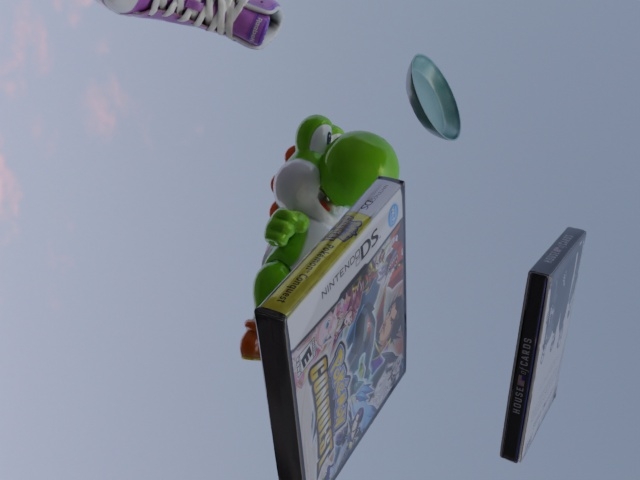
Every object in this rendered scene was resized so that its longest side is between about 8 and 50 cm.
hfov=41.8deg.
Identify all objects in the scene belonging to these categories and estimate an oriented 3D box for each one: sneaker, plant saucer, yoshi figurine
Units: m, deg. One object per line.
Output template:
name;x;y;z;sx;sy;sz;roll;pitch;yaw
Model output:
sneaker;-0.152;-0.314;1.093;0.161;0.282;0.102;35;-63;24
plant saucer;0.140;-0.178;1.066;0.021;0.119;0.119;-22;-103;31
yoshi figurine;0.014;-0.005;1.125;0.203;0.203;0.362;7;-105;0

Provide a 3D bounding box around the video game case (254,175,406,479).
video game case;0.025;0.109;0.865;0.035;0.248;0.274;14;-51;26

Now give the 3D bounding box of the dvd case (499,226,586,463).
dvd case;0.267;0.120;1.001;0.030;0.179;0.238;15;-67;25
